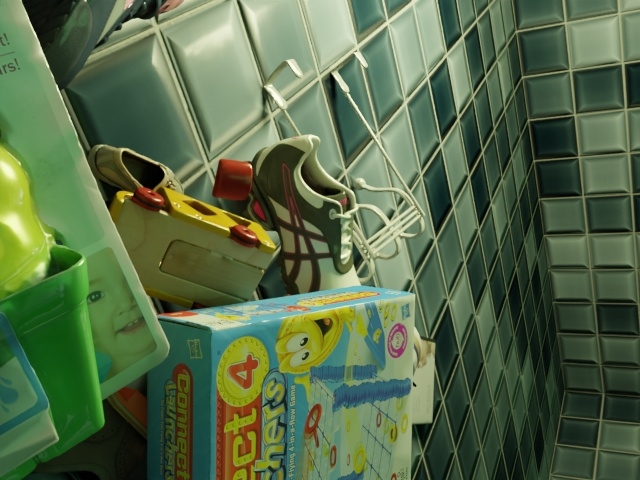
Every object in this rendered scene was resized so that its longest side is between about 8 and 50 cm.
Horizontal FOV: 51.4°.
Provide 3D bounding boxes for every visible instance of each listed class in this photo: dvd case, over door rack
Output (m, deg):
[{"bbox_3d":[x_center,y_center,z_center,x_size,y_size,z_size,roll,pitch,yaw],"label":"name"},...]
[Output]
[{"bbox_3d":[0.178,0.277,1.331,0.253,0.022,0.180,24,68,-58],"label":"dvd case"},{"bbox_3d":[0.034,-0.115,1.023,0.239,0.108,0.324,-34,104,-57],"label":"over door rack"}]

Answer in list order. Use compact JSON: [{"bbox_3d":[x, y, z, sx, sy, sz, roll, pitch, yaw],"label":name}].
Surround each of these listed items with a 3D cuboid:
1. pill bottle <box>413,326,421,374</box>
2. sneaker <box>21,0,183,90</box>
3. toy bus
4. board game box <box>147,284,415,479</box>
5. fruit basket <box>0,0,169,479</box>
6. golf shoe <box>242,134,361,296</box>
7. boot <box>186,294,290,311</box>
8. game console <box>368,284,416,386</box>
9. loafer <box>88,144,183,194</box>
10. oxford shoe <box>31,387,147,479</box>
[{"bbox_3d":[0.039,0.223,0.944,0.264,0.153,0.153,-59,138,-45],"label":"pill bottle"},{"bbox_3d":[-0.178,-0.238,0.613,0.131,0.112,0.318,46,51,-47],"label":"sneaker"},{"bbox_3d":[-0.150,0.000,0.657,0.104,0.191,0.202,-131,-157,-58],"label":"toy bus"},{"bbox_3d":[-0.024,0.212,0.669,0.302,0.086,0.308,-4,96,-50],"label":"board game box"},{"bbox_3d":[-0.263,-0.005,0.312,0.327,0.165,0.352,-29,120,-32],"label":"fruit basket"},{"bbox_3d":[0.000,0.000,0.838,0.272,0.120,0.105,59,31,-7],"label":"golf shoe"},{"bbox_3d":[-0.089,0.139,0.792,0.220,0.109,0.283,39,44,-34],"label":"boot"},{"bbox_3d":[0.126,0.165,1.157,0.144,0.085,0.124,50,56,-41],"label":"game console"},{"bbox_3d":[-0.178,-0.064,0.679,0.125,0.039,0.045,27,64,-58],"label":"loafer"},{"bbox_3d":[-0.225,0.132,0.532,0.271,0.097,0.098,57,47,-44],"label":"oxford shoe"}]
